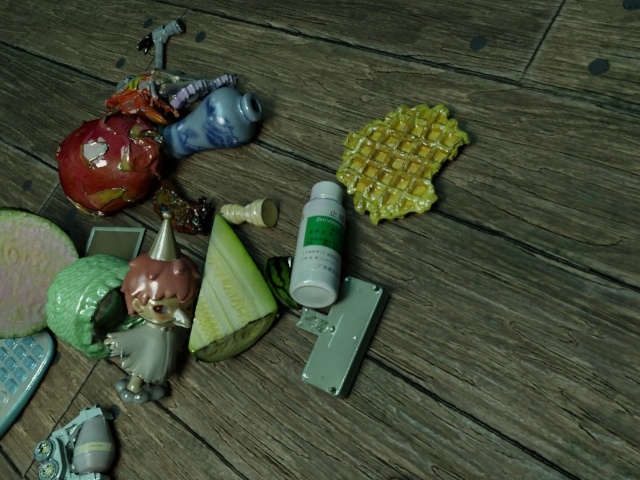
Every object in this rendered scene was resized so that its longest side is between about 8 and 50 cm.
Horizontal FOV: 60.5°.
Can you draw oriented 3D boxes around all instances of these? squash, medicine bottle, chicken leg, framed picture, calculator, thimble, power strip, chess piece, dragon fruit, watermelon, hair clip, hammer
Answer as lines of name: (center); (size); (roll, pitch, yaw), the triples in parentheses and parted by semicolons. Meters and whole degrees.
squash: (-0.230, 0.104, 1.141); (0.203, 0.111, 0.288); (-25, 58, -24)
medicine bottle: (0.000, 0.000, 1.071); (0.095, 0.095, 0.260); (-11, 50, 21)
chicken leg: (-0.334, -0.076, 1.304); (0.234, 0.063, 0.105); (26, 74, 33)
framed picture: (-0.526, 0.033, 1.378); (0.183, 0.011, 0.142); (1, 69, 26)
calculator: (-0.799, 0.347, 1.344); (0.256, 0.054, 0.386); (29, 81, 32)
thimble: (-0.462, 0.140, 1.188); (0.150, 0.219, 0.219); (17, 76, 28)
power strip: (0.021, 0.168, 1.029); (0.145, 0.061, 0.215); (16, 75, 34)
chess piece: (-0.161, -0.061, 1.216); (0.122, 0.066, 0.066); (1, 69, 29)
dragon fruit: (-0.518, -0.186, 1.346); (0.315, 0.250, 0.250); (-5, 64, 49)
watermelon: (-0.069, 0.063, 1.121); (0.094, 0.125, 0.135); (-29, 33, -23)
hair clip: (-0.292, -0.371, 1.319); (0.106, 0.292, 0.084); (-32, 87, 34)
squash: (-0.806, 0.083, 1.351); (0.309, 0.310, 0.310); (-6, 65, 40)
hammer: (-0.445, -0.441, 1.532); (0.152, 0.044, 0.426); (-18, 62, 18)

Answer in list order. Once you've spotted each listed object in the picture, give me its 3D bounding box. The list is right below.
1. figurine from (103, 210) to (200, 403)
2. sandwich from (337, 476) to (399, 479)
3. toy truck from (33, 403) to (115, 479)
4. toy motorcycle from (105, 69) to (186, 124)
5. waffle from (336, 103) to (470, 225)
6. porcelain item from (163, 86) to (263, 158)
figurine: (-0.314, 0.131, 1.095); (0.166, 0.207, 0.386); (24, 102, 33)
sandwich: (0.051, 0.482, 0.853); (0.292, 0.109, 0.212); (-8, 58, 20)
toy truck: (-0.472, 0.470, 1.106); (0.140, 0.108, 0.256); (-29, 55, -4)
toy motorcycle: (-0.457, -0.367, 1.424); (0.298, 0.089, 0.171); (11, 65, 40)
waffle: (0.164, -0.160, 1.112); (0.291, 0.051, 0.291); (-10, 63, 20)
porcelain item: (-0.257, -0.279, 1.322); (0.259, 0.141, 0.141); (-15, 62, 29)
